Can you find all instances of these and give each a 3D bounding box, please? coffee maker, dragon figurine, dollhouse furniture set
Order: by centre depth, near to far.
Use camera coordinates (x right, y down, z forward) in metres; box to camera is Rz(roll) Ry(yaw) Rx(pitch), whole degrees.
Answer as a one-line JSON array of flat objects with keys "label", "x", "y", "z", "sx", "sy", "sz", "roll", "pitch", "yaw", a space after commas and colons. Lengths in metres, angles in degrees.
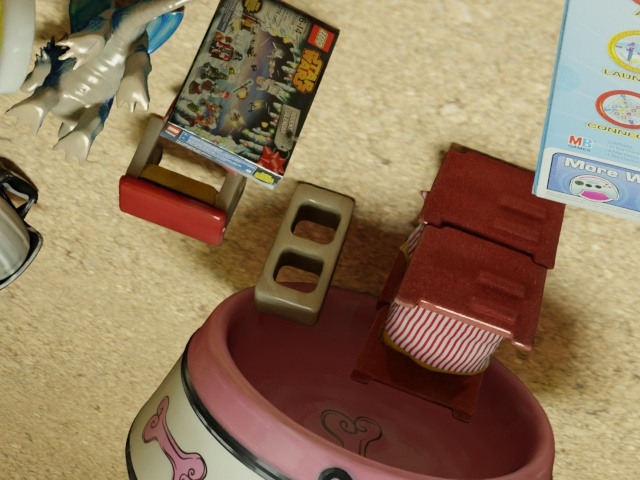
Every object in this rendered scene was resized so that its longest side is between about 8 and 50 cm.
[{"label": "dragon figurine", "x": -0.164, "y": -0.157, "z": 1.175, "sx": 0.085, "sy": 0.144, "sz": 0.289, "roll": 32, "pitch": 132, "yaw": -18}, {"label": "dollhouse furniture set", "x": 0.000, "y": 0.000, "z": 1.282, "sx": 0.374, "sy": 0.152, "sz": 0.201, "roll": 20, "pitch": 154, "yaw": 2}, {"label": "coffee maker", "x": -0.388, "y": -0.043, "z": 1.511, "sx": 0.171, "sy": 0.120, "sz": 0.178, "roll": 12, "pitch": 152, "yaw": 19}]

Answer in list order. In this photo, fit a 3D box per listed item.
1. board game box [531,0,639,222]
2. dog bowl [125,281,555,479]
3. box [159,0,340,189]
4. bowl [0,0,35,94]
[{"label": "board game box", "x": 0.305, "y": -0.101, "z": 0.953, "sx": 0.308, "sy": 0.086, "sz": 0.302, "roll": 15, "pitch": 153, "yaw": 10}, {"label": "dog bowl", "x": 0.035, "y": 0.185, "z": 1.394, "sx": 0.408, "sy": 0.408, "sz": 0.150, "roll": 21, "pitch": 112, "yaw": -1}, {"label": "box", "x": -0.051, "y": -0.117, "z": 1.113, "sx": 0.094, "sy": 0.137, "sz": 0.027, "roll": 25, "pitch": 154, "yaw": -11}, {"label": "bowl", "x": -0.302, "y": -0.169, "z": 1.104, "sx": 0.156, "sy": 0.289, "sz": 0.289, "roll": -1, "pitch": 164, "yaw": -28}]
